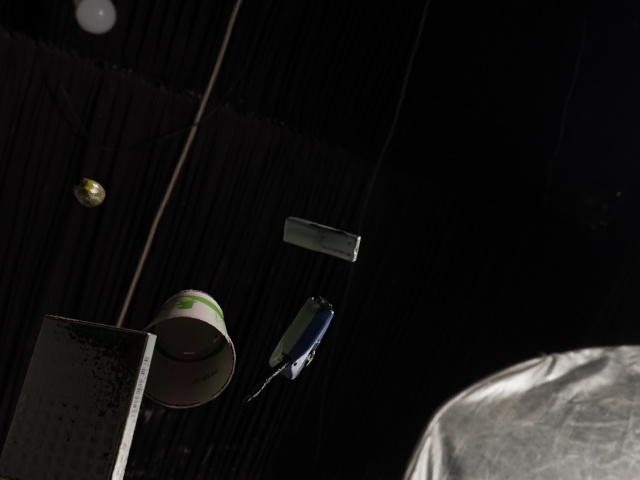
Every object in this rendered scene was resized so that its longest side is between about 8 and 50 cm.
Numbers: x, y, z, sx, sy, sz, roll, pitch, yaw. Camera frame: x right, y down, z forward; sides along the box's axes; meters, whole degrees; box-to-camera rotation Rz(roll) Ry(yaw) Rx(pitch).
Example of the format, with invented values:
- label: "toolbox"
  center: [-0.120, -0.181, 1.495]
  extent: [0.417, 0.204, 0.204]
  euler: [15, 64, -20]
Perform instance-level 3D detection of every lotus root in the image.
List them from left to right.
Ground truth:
- label: "lotus root"
  center: [-0.478, -0.096, 1.147]
  extent: [0.049, 0.054, 0.099]
  euler: [41, -13, 5]

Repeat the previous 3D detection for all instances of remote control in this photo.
- label: "remote control"
  center: [0.000, 0.000, 1.192]
  extent: [0.166, 0.065, 0.029]
  euler: [17, 29, 13]

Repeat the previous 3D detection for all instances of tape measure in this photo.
- label: "tape measure"
  center: [-0.091, 0.331, 1.515]
  extent: [0.097, 0.351, 0.215]
  euler: [34, -29, 9]

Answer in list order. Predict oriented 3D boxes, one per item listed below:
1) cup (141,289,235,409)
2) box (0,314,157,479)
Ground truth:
- label: "cup"
  center: [-0.349, 0.266, 1.455]
  extent: [0.253, 0.253, 0.274]
  euler: [19, 11, -12]
- label: "box"
  center: [-0.377, 0.289, 0.837]
  extent: [0.180, 0.325, 0.047]
  euler: [8, -16, 7]
